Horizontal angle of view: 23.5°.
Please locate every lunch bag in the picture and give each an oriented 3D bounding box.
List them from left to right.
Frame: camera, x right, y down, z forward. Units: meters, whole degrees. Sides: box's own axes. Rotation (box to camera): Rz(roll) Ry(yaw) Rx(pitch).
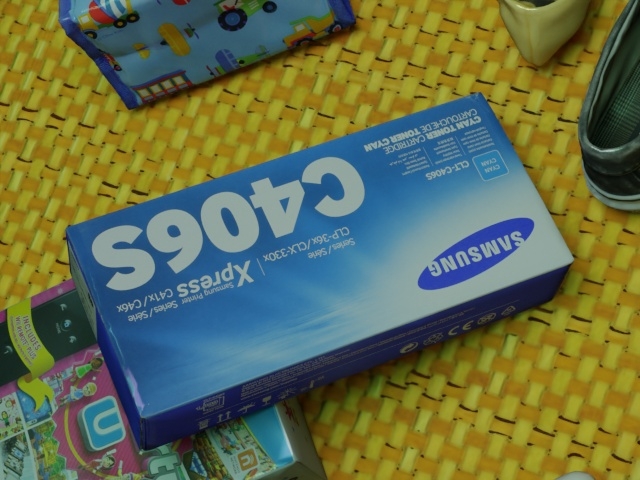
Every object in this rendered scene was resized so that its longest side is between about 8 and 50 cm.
[{"bbox_3d":[-0.113,-0.297,1.373,0.220,0.138,0.293,-19,55,12],"label":"lunch bag"}]

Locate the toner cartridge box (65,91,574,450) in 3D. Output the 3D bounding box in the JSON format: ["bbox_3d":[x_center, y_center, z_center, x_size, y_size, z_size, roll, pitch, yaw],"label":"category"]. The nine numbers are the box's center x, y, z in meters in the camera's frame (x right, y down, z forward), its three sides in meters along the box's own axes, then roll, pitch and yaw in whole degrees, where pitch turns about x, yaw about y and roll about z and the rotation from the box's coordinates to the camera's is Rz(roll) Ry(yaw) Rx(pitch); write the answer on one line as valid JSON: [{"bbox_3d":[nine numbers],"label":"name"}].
[{"bbox_3d":[-0.002,0.018,1.168,0.347,0.075,0.165,-20,67,-15],"label":"toner cartridge box"}]

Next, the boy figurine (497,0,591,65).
[{"bbox_3d":[0.203,-0.283,1.269,0.177,0.092,0.285,19,76,20],"label":"boy figurine"}]

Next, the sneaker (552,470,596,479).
[{"bbox_3d":[0.098,0.231,1.131,0.237,0.085,0.086,-33,70,4],"label":"sneaker"}]

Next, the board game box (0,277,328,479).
[{"bbox_3d":[-0.175,0.144,1.244,0.303,0.097,0.224,-24,66,8],"label":"board game box"}]

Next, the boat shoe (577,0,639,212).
[{"bbox_3d":[0.303,-0.178,1.182,0.121,0.119,0.335,23,81,23],"label":"boat shoe"}]
